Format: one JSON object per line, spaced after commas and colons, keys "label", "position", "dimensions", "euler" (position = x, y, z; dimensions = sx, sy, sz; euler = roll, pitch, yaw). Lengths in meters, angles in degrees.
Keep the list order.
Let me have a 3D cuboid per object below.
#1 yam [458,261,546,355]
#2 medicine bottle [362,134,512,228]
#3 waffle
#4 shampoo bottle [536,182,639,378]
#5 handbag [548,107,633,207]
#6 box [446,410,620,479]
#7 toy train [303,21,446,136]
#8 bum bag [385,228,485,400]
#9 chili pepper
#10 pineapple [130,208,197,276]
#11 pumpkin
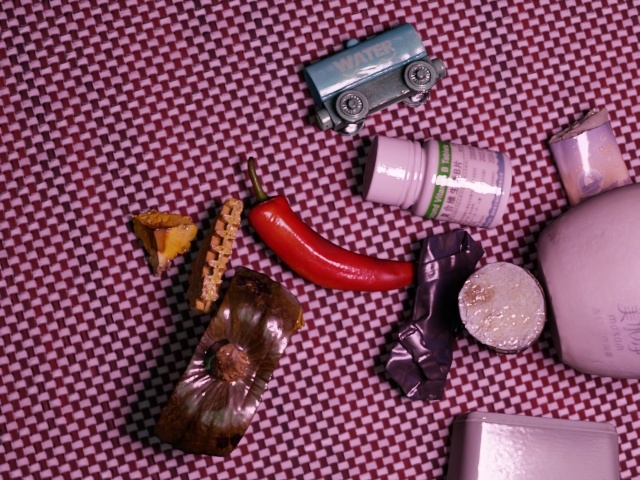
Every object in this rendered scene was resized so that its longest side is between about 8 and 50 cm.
{"label": "yam", "position": [0.306, 0.115, 1.793], "dimensions": [0.153, 0.254, 0.154], "euler": [-2, 83, 14]}
{"label": "medicine bottle", "position": [0.198, -0.105, 1.852], "dimensions": [0.236, 0.139, 0.139], "euler": [12, 86, -7]}
{"label": "waffle", "position": [-0.173, 0.031, 1.781], "dimensions": [0.046, 0.192, 0.161], "euler": [24, 116, -18]}
{"label": "shampoo bottle", "position": [0.520, 0.069, 1.790], "dimensions": [0.317, 0.322, 0.323], "euler": [-13, 89, 16]}
{"label": "handbag", "position": [0.477, -0.140, 1.917], "dimensions": [0.117, 0.095, 0.173], "euler": [-23, 98, -9]}
{"label": "box", "position": [0.363, 0.393, 1.837], "dimensions": [0.311, 0.175, 0.183], "euler": [7, 78, -7]}
{"label": "toy train", "position": [0.088, -0.283, 1.873], "dimensions": [0.248, 0.101, 0.159], "euler": [-26, 77, -9]}
{"label": "bum bag", "position": [0.196, 0.124, 1.863], "dimensions": [0.137, 0.074, 0.310], "euler": [23, 79, -34]}
{"label": "chili pepper", "position": [0.001, 0.008, 1.857], "dimensions": [0.368, 0.092, 0.137], "euler": [33, 65, -11]}
{"label": "pineapple", "position": [-0.267, 0.009, 1.822], "dimensions": [0.114, 0.077, 0.114], "euler": [3, 100, -3]}
{"label": "pumpkin", "position": [-0.147, 0.204, 1.749], "dimensions": [0.139, 0.222, 0.317], "euler": [30, 85, -6]}
